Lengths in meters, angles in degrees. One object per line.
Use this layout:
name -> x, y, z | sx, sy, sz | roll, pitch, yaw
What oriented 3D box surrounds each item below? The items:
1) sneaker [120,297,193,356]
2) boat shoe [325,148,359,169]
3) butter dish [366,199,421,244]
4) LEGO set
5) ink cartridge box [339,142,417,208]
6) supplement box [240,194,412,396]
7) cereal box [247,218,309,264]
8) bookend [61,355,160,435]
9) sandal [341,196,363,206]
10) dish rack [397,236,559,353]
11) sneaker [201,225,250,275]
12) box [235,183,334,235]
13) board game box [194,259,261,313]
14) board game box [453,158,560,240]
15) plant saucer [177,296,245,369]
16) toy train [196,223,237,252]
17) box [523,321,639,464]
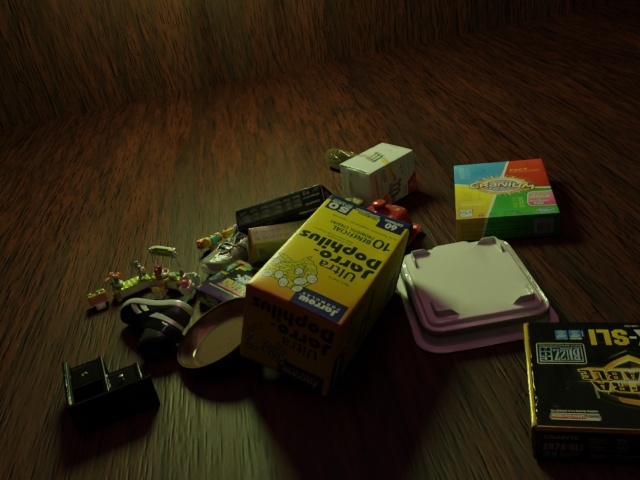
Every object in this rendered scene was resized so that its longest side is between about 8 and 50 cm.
sneaker -> -0.383, 0.193, 1.408 | 0.217, 0.079, 0.121 | -9, 47, 36
boat shoe -> 0.091, -0.250, 2.058 | 0.178, 0.064, 0.060 | 20, 10, 40
butter dish -> 0.152, -0.046, 1.608 | 0.160, 0.118, 0.160 | 9, 34, 30
LEGO set -> -0.435, 0.084, 1.583 | 0.287, 0.107, 0.132 | -6, 29, 8
ink cartridge box -> 0.164, -0.178, 1.827 | 0.176, 0.128, 0.127 | -30, 35, -29
supplement box -> 0.018, 0.094, 1.283 | 0.194, 0.195, 0.356 | 22, 39, 16
cereal box -> -0.051, -0.002, 1.529 | 0.240, 0.173, 0.047 | -9, 73, -11
bookend -> -0.413, 0.279, 1.269 | 0.157, 0.072, 0.156 | -19, 30, -16
sandal -> 0.043, -0.084, 1.791 | 0.180, 0.049, 0.072 | -11, 20, 31
dish rack -> 0.312, 0.093, 1.363 | 0.285, 0.072, 0.333 | -11, 28, 1
sneaker -> -0.204, -0.008, 1.661 | 0.105, 0.115, 0.281 | 13, 37, 36
box -> -0.064, -0.056, 1.518 | 0.220, 0.051, 0.175 | -17, -17, 15
board game box -> -0.186, 0.116, 1.507 | 0.170, 0.048, 0.141 | 19, 39, 42
board game box -> 0.469, -0.110, 1.671 | 0.242, 0.064, 0.316 | -4, 30, 12
plant saucer -> -0.204, 0.198, 1.336 | 0.198, 0.036, 0.198 | -26, 28, 15
toy train -> -0.254, -0.009, 1.760 | 0.166, 0.046, 0.125 | -24, 5, -5
box -> 0.500, 0.236, 1.040 | 0.322, 0.079, 0.257 | -2, 29, 16
